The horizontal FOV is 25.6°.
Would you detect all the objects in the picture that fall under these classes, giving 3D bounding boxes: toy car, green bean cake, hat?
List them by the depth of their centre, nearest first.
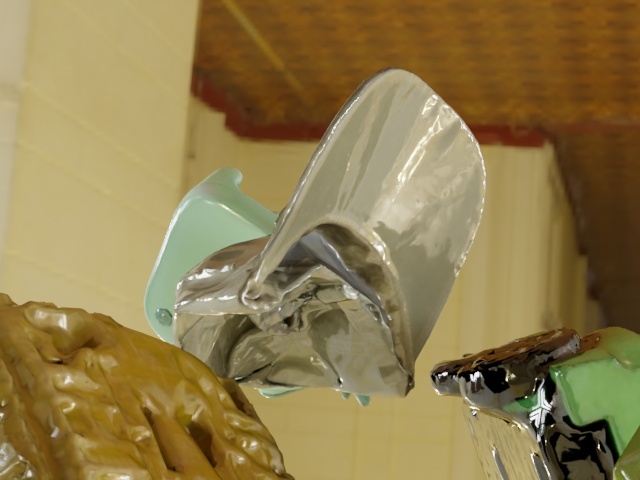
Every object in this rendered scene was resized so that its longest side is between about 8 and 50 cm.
[{"bbox_3d":[-0.109,0.146,0.730,0.131,0.230,0.224,-44,143,17],"label":"green bean cake"},{"bbox_3d":[0.204,0.159,1.004,0.176,0.213,0.358,-20,178,-5],"label":"toy car"},{"bbox_3d":[0.000,0.000,1.022,0.149,0.245,0.214,6,160,39],"label":"hat"}]

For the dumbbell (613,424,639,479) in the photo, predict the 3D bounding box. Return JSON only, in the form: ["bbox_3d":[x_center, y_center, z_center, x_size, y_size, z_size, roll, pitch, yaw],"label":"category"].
[{"bbox_3d":[0.204,0.201,0.710,0.121,0.108,0.302,-2,131,8],"label":"dumbbell"}]

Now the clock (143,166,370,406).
[{"bbox_3d":[-0.035,0.052,1.146,0.211,0.159,0.066,32,-145,7],"label":"clock"}]
